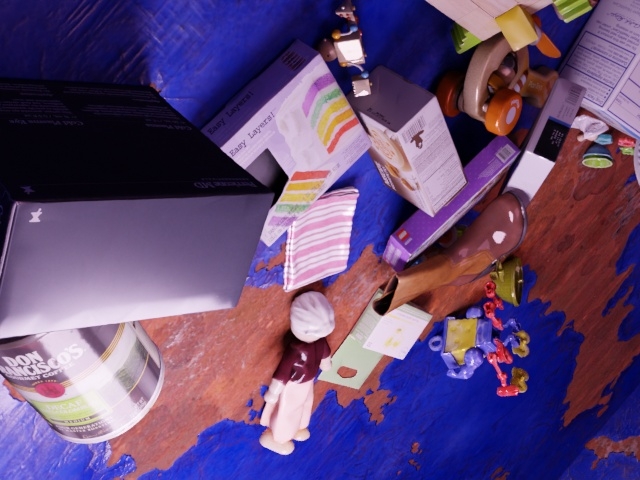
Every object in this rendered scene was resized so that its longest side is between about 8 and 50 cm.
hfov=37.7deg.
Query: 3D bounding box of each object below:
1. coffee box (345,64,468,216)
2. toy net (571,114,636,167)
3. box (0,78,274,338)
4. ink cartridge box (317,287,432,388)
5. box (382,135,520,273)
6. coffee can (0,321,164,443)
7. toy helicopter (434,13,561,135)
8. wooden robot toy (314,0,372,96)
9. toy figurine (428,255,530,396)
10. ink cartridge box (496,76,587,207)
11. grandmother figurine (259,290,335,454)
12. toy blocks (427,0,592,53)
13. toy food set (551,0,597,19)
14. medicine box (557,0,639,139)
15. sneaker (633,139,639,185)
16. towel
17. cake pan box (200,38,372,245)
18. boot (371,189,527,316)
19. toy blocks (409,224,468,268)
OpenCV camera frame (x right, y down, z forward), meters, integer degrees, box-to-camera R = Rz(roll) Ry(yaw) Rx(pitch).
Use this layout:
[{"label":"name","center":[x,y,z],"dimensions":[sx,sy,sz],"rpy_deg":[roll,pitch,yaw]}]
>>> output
[{"label":"coffee box","center":[0.152,-0.170,1.635],"dimensions":[0.098,0.141,0.246],"rpy_deg":[-44,142,-9]},{"label":"toy net","center":[0.624,-0.217,2.074],"dimensions":[0.232,0.122,0.045],"rpy_deg":[28,69,-57]},{"label":"box","center":[-0.296,-0.054,1.154],"dimensions":[0.343,0.312,0.179],"rpy_deg":[-4,124,-42]},{"label":"ink cartridge box","center":[0.118,0.226,1.996],"dimensions":[0.171,0.056,0.235],"rpy_deg":[25,100,-51]},{"label":"box","center":[0.247,-0.066,1.810],"dimensions":[0.293,0.057,0.201],"rpy_deg":[-42,170,-10]},{"label":"coffee can","center":[-0.364,0.135,1.332],"dimensions":[0.201,0.201,0.275],"rpy_deg":[-38,141,-14]},{"label":"toy helicopter","center":[0.372,-0.322,1.767],"dimensions":[0.355,0.140,0.235],"rpy_deg":[-3,114,-56]},{"label":"wooden robot toy","center":[0.030,-0.305,1.485],"dimensions":[0.079,0.076,0.173],"rpy_deg":[-10,138,7]},{"label":"toy figurine","center":[0.335,0.184,2.119],"dimensions":[0.191,0.217,0.363],"rpy_deg":[45,42,-38]},{"label":"ink cartridge box","center":[0.415,-0.166,1.805],"dimensions":[0.333,0.065,0.165],"rpy_deg":[94,21,-75]},{"label":"grandmother figurine","center":[-0.045,0.255,1.832],"dimensions":[0.208,0.104,0.343],"rpy_deg":[-40,148,-59]},{"label":"toy blocks","center":[0.299,-0.461,1.451],"dimensions":[0.381,0.191,0.260],"rpy_deg":[-26,154,32]},{"label":"toy food set","center":[0.534,-0.509,1.784],"dimensions":[0.218,0.071,0.128],"rpy_deg":[-47,142,-4]},{"label":"medicine box","center":[0.661,-0.384,1.948],"dimensions":[0.263,0.149,0.289],"rpy_deg":[16,109,-49]},{"label":"sneaker","center":[0.799,-0.248,2.126],"dimensions":[0.366,0.135,0.150],"rpy_deg":[-68,155,-19]},{"label":"towel","center":[0.000,0.000,1.715],"dimensions":[0.144,0.029,0.197],"rpy_deg":[-19,133,-32]},{"label":"cake pan box","center":[-0.065,-0.148,1.502],"dimensions":[0.267,0.070,0.246],"rpy_deg":[-44,139,-7]},{"label":"boot","center":[0.245,0.024,1.814],"dimensions":[0.280,0.096,0.264],"rpy_deg":[-17,159,-31]},{"label":"toy blocks","center":[0.236,0.020,1.940],"dimensions":[0.148,0.054,0.123],"rpy_deg":[1,120,-44]}]
